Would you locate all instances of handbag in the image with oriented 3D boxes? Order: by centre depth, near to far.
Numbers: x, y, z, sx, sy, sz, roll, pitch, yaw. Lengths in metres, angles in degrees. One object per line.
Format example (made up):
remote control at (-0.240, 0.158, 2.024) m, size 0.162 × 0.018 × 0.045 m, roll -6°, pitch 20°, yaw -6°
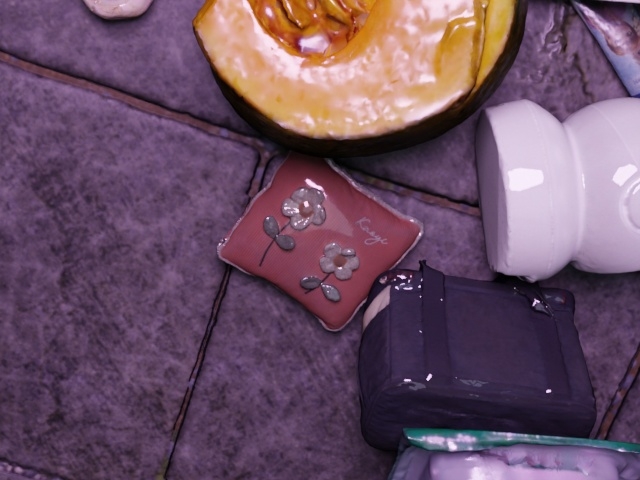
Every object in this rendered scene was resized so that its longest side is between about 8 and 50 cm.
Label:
handbag at (0.164, 0.138, 0.976) m, size 0.254 × 0.182 × 0.181 m, roll 7°, pitch 137°, yaw -3°

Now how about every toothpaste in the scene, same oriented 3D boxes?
toothpaste at (0.336, -0.193, 0.951) m, size 0.061 × 0.037 × 0.216 m, roll -30°, pitch 99°, yaw 5°

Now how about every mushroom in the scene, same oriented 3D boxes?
mushroom at (-0.210, -0.269, 0.915) m, size 0.083 × 0.067 × 0.084 m, roll -1°, pitch 102°, yaw -5°

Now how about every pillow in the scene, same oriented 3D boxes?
pillow at (0.000, 0.000, 0.988) m, size 0.179 × 0.075 × 0.171 m, roll 36°, pitch 103°, yaw -11°

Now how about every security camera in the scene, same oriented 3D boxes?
security camera at (0.286, -0.058, 0.912) m, size 0.236 × 0.194 × 0.195 m, roll -6°, pitch 106°, yaw 0°

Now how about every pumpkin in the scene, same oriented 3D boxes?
pumpkin at (0.042, -0.207, 0.861) m, size 0.303 × 0.225 × 0.256 m, roll -33°, pitch 99°, yaw 16°

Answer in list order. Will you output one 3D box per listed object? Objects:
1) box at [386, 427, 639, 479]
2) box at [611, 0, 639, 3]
box at (0.199, 0.316, 0.972) m, size 0.264 × 0.106 × 0.337 m, roll 5°, pitch 145°, yaw 0°
box at (0.283, -0.288, 0.878) m, size 0.152 × 0.048 × 0.100 m, roll 17°, pitch 108°, yaw 35°
